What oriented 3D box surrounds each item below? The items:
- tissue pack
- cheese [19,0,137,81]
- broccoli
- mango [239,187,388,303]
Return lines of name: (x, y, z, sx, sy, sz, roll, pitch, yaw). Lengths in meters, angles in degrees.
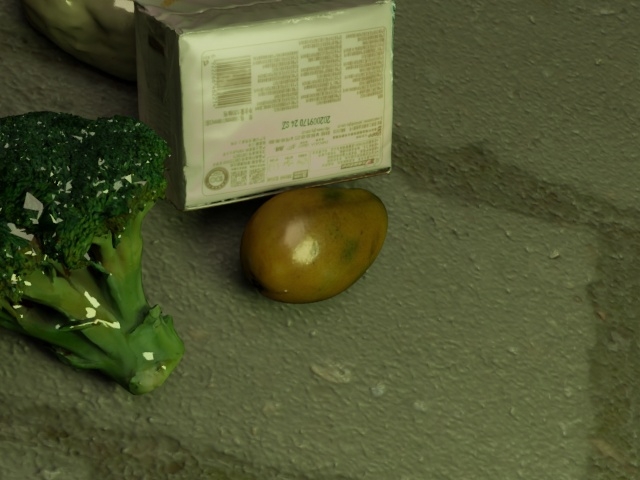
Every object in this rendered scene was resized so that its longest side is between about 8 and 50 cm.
tissue pack: (-0.052, -0.143, 1.361, 0.225, 0.185, 0.124, -12, 30, -25)
cheese: (-0.171, -0.313, 1.462, 0.318, 0.115, 0.326, -15, 67, -26)
broccoli: (-0.209, 0.011, 1.217, 0.269, 0.269, 0.254, 41, 62, 4)
mango: (-0.003, 0.005, 1.354, 0.163, 0.111, 0.089, 0, 18, -41)
